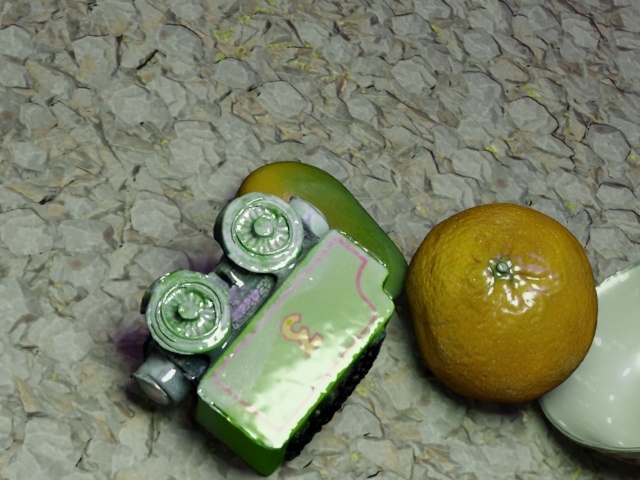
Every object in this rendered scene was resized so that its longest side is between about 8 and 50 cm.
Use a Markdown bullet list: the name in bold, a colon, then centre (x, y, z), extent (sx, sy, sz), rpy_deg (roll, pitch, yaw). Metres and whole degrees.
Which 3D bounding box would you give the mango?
- **mango**: centre (0.000, 0.000, 2.034), extent (0.251, 0.114, 0.156), rpy_deg (43, 45, 1)

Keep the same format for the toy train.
- **toy train**: centre (-0.059, 0.100, 1.852), extent (0.249, 0.173, 0.307), rpy_deg (37, 69, 9)

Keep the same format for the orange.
- **orange**: centre (0.223, 0.076, 1.967), extent (0.264, 0.264, 0.264), rpy_deg (12, 50, -15)

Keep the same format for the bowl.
- **bowl**: centre (0.458, 0.181, 2.016), extent (0.157, 0.337, 0.337), rpy_deg (55, 38, -33)
